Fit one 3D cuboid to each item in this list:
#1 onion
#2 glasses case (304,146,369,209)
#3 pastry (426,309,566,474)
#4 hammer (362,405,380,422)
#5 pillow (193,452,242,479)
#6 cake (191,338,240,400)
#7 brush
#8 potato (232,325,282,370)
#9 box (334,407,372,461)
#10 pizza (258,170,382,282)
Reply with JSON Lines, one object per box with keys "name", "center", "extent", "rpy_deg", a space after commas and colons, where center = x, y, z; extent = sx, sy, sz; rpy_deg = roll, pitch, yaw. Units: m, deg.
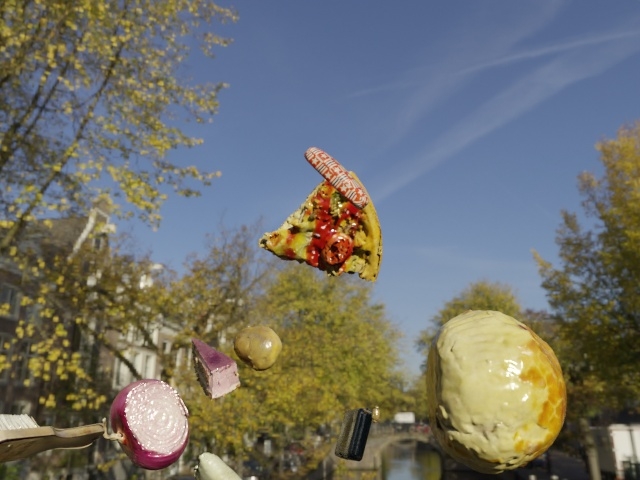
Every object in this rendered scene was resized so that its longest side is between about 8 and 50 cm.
{"name": "onion", "center": [-0.413, 0.445, 1.405], "extent": [0.207, 0.200, 0.200], "rpy_deg": [34, -22, -3]}
{"name": "glasses case", "center": [0.041, -0.152, 1.383], "extent": [0.049, 0.194, 0.073], "rpy_deg": [-47, -8, 9]}
{"name": "pastry", "center": [0.418, 0.358, 1.392], "extent": [0.313, 0.388, 0.388], "rpy_deg": [-2, -17, 2]}
{"name": "hammer", "center": [0.088, 0.308, 1.043], "extent": [0.014, 0.029, 0.123], "rpy_deg": [12, -15, -3]}
{"name": "pillow", "center": [-0.249, 0.636, 1.511], "extent": [0.181, 0.078, 0.134], "rpy_deg": [36, -38, 20]}
{"name": "cake", "center": [-0.351, 0.405, 1.879], "extent": [0.113, 0.115, 0.295], "rpy_deg": [-6, 14, -30]}
{"name": "brush", "center": [-0.477, 0.329, 0.999], "extent": [0.070, 0.065, 0.327], "rpy_deg": [-41, -19, -2]}
{"name": "potato", "center": [-0.188, 0.332, 1.800], "extent": [0.137, 0.137, 0.176], "rpy_deg": [17, 3, -43]}
{"name": "box", "center": [0.103, 0.611, 1.844], "extent": [0.050, 0.160, 0.230], "rpy_deg": [19, -20, -4]}
{"name": "pizza", "center": [0.000, 0.000, 1.937], "extent": [0.406, 0.130, 0.439], "rpy_deg": [-16, -63, 3]}
